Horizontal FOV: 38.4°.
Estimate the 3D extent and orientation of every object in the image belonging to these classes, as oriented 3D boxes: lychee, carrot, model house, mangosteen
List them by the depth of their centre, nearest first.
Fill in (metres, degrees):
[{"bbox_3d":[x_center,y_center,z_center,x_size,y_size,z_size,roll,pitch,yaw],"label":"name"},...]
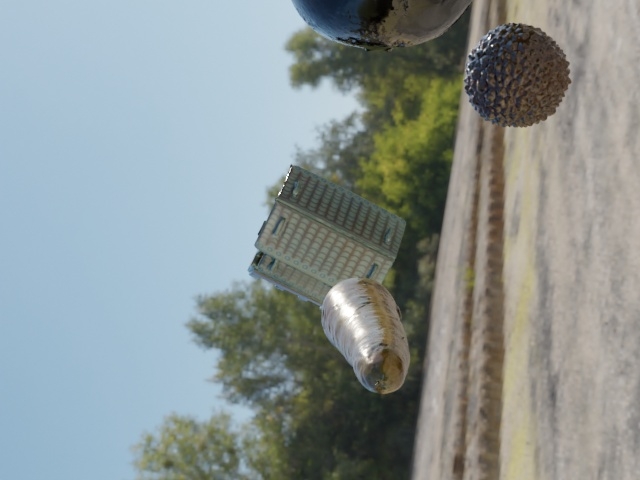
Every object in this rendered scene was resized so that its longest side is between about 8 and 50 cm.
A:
[{"bbox_3d":[0.043,0.089,0.790,0.298,0.078,0.078,-105,23,-82],"label":"carrot"},{"bbox_3d":[0.066,-0.315,0.917,0.211,0.212,0.249,-54,-31,-77],"label":"mangosteen"},{"bbox_3d":[0.000,0.000,1.605,0.198,0.224,0.215,-65,8,-18],"label":"model house"},{"bbox_3d":[0.372,-0.316,1.724,0.238,0.200,0.200,-54,-19,-28],"label":"lychee"}]
